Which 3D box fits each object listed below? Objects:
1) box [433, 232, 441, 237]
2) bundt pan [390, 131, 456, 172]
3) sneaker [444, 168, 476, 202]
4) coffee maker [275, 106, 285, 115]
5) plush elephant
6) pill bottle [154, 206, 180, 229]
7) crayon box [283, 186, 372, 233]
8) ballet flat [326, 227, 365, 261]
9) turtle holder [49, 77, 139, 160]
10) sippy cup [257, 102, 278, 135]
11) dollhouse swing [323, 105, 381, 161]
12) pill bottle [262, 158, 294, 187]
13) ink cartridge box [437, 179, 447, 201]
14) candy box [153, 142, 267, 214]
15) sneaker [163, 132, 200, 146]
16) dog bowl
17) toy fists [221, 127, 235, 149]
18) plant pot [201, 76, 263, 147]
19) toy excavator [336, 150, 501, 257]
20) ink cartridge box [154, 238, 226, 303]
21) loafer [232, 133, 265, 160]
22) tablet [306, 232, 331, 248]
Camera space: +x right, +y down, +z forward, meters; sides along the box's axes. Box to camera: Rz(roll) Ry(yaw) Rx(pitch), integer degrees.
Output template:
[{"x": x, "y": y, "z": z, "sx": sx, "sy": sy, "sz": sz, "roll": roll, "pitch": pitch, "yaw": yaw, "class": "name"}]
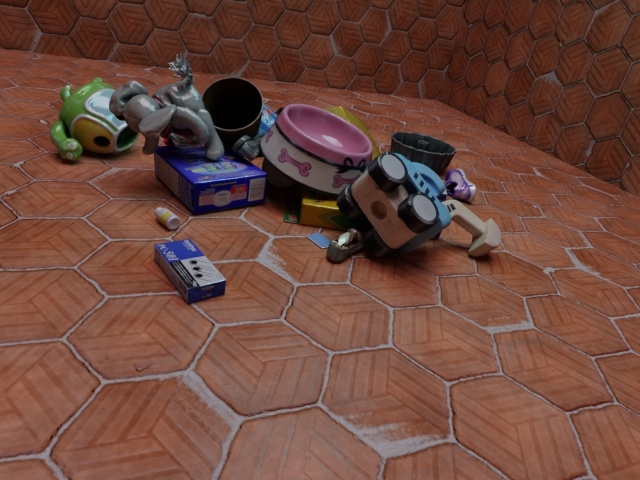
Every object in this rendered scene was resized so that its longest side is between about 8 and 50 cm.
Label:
[{"x": 0.335, "y": -0.065, "z": 1.577, "sx": 0.137, "sy": 0.072, "sz": 0.126, "roll": -2, "pitch": 31, "yaw": -22, "class": "box"}, {"x": 0.492, "y": -0.427, "z": 2.239, "sx": 0.330, "sy": 0.124, "sz": 0.331, "roll": 9, "pitch": 28, "yaw": -5, "class": "bundt pan"}, {"x": 0.587, "y": -0.246, "z": 1.989, "sx": 0.104, "sy": 0.095, "sz": 0.236, "roll": -1, "pitch": 31, "yaw": -8, "class": "sneaker"}, {"x": -0.125, "y": -0.544, "z": 2.146, "sx": 0.171, "sy": 0.120, "sz": 0.178, "roll": 0, "pitch": -9, "yaw": 0, "class": "coffee maker"}, {"x": -0.492, "y": -0.382, "z": 1.425, "sx": 0.255, "sy": 0.330, "sz": 0.272, "roll": -32, "pitch": 54, "yaw": -22, "class": "plush elephant"}, {"x": -0.445, "y": -0.066, "z": 1.314, "sx": 0.083, "sy": 0.044, "sz": 0.043, "roll": 32, "pitch": 34, "yaw": 33, "class": "pill bottle"}, {"x": 0.039, "y": -0.117, "z": 1.552, "sx": 0.318, "sy": 0.081, "sz": 0.202, "roll": 7, "pitch": 29, "yaw": -7, "class": "crayon box"}, {"x": 0.090, "y": 0.000, "z": 1.370, "sx": 0.072, "sy": 0.068, "sz": 0.213, "roll": 24, "pitch": 30, "yaw": 22, "class": "ballet flat"}, {"x": -0.807, "y": -0.430, "z": 1.640, "sx": 0.227, "sy": 0.244, "sz": 0.320, "roll": 33, "pitch": 22, "yaw": 4, "class": "turtle holder"}, {"x": -0.290, "y": -0.514, "z": 2.003, "sx": 0.224, "sy": 0.240, "sz": 0.305, "roll": 33, "pitch": 36, "yaw": 3, "class": "sippy cup"}, {"x": 0.053, "y": -0.398, "z": 1.973, "sx": 0.315, "sy": 0.304, "sz": 0.346, "roll": 63, "pitch": 19, "yaw": 5, "class": "dollhouse swing"}, {"x": -0.134, "y": -0.316, "z": 1.779, "sx": 0.146, "sy": 0.146, "sz": 0.264, "roll": 12, "pitch": 28, "yaw": 1, "class": "pill bottle"}, {"x": 0.426, "y": -0.248, "z": 1.971, "sx": 0.223, "sy": 0.045, "sz": 0.224, "roll": 11, "pitch": 28, "yaw": 0, "class": "ink cartridge box"}, {"x": -0.378, "y": -0.223, "z": 1.544, "sx": 0.268, "sy": 0.122, "sz": 0.317, "roll": -14, "pitch": 38, "yaw": -37, "class": "candy box"}, {"x": -0.501, "y": -0.376, "z": 1.794, "sx": 0.299, "sy": 0.121, "sz": 0.112, "roll": 26, "pitch": 68, "yaw": 38, "class": "sneaker"}, {"x": 0.002, "y": -0.329, "z": 1.585, "sx": 0.407, "sy": 0.151, "sz": 0.408, "roll": 20, "pitch": 32, "yaw": -13, "class": "dog bowl"}, {"x": -0.399, "y": -0.438, "z": 1.860, "sx": 0.279, "sy": 0.142, "sz": 0.096, "roll": 40, "pitch": 37, "yaw": 23, "class": "toy fists"}, {"x": -0.308, "y": -0.430, "z": 1.650, "sx": 0.215, "sy": 0.230, "sz": 0.216, "roll": 1, "pitch": 72, "yaw": -3, "class": "plant pot"}, {"x": 0.341, "y": -0.095, "z": 1.408, "sx": 0.445, "sy": 0.222, "sz": 0.433, "roll": -28, "pitch": 80, "yaw": -41, "class": "toy excavator"}, {"x": -0.323, "y": 0.069, "z": 1.113, "sx": 0.097, "sy": 0.046, "sz": 0.207, "roll": -12, "pitch": 36, "yaw": -38, "class": "ink cartridge box"}, {"x": -0.232, "y": -0.321, "z": 1.629, "sx": 0.084, "sy": 0.096, "sz": 0.267, "roll": 45, "pitch": 18, "yaw": -1, "class": "loafer"}, {"x": 0.000, "y": 0.000, "z": 1.402, "sx": 0.054, "sy": 0.006, "sz": 0.083, "roll": -14, "pitch": 37, "yaw": -38, "class": "tablet"}]
